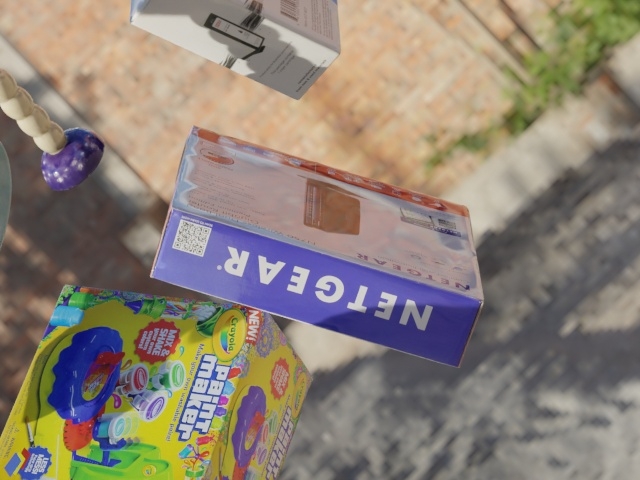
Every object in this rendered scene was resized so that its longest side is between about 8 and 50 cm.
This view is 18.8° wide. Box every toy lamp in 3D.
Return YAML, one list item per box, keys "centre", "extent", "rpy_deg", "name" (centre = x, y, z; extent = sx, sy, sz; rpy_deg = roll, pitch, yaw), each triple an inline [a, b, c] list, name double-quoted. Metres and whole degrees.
- centre: [-0.308, -0.156, 1.800]
  extent: [0.080, 0.275, 0.080]
  rpy_deg: [-25, 41, 24]
  name: "toy lamp"

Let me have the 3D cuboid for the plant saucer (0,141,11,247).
- centre: [-0.383, -0.022, 2.007]
  extent: [0.195, 0.037, 0.195]
  rpy_deg: [14, -90, -74]
  name: "plant saucer"

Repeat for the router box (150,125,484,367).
- centre: [0.000, 0.000, 2.084]
  extent: [0.301, 0.335, 0.082]
  rpy_deg: [-89, 17, -70]
  name: "router box"

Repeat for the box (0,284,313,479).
- centre: [-0.199, 0.229, 2.261]
  extent: [0.177, 0.279, 0.290]
  rpy_deg: [59, -137, -52]
  name: "box"

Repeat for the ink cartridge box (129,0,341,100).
- centre: [-0.086, -0.253, 1.964]
  extent: [0.086, 0.203, 0.148]
  rpy_deg: [-46, 32, 37]
  name: "ink cartridge box"
